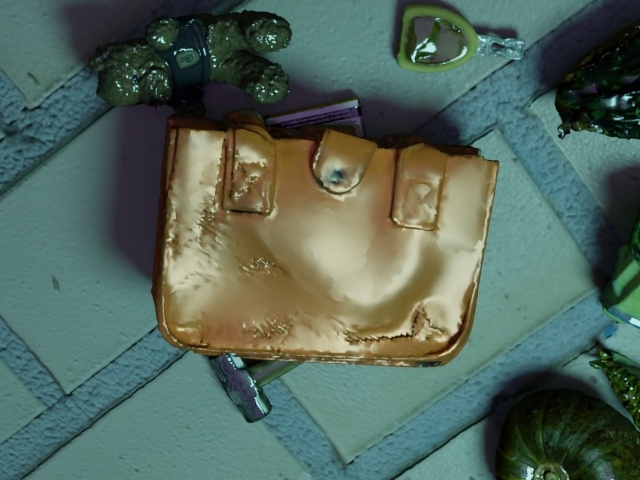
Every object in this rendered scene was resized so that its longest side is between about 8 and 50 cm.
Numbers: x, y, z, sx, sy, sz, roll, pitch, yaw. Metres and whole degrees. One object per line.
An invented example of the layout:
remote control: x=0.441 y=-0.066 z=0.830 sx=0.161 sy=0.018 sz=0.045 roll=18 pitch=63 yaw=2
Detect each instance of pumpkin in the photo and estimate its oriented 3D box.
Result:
pumpkin: x=0.347 y=0.313 z=1.449 sx=0.219 sy=0.162 sz=0.219 roll=3 pitch=96 yaw=28

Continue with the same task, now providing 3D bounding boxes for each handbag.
handbag: x=0.000 y=0.000 z=1.340 sx=0.410 sy=0.116 sz=0.303 roll=5 pitch=105 yaw=-10

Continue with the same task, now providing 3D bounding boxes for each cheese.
cheese: x=0.182 y=-0.254 z=1.372 sx=0.162 sy=0.036 sz=0.086 roll=7 pitch=104 yaw=-2

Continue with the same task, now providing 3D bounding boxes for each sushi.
sushi: x=0.420 y=-0.202 z=1.334 sx=0.287 sy=0.140 sz=0.149 roll=-27 pitch=95 yaw=6

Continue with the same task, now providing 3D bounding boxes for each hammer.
hammer: x=0.027 y=0.117 z=1.461 sx=0.365 sy=0.043 sz=0.111 roll=-30 pitch=101 yaw=4

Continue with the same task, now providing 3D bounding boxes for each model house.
model house: x=0.474 y=0.055 z=1.394 sx=0.214 sy=0.195 sz=0.189 roll=23 pitch=139 yaw=2

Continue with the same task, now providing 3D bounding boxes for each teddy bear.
teddy bear: x=-0.158 y=-0.226 z=1.329 sx=0.251 sy=0.129 sz=0.182 roll=-8 pitch=137 yaw=-1

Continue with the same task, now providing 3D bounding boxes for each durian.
durian: x=0.523 y=0.272 z=1.447 sx=0.375 sy=0.132 sz=0.106 roll=32 pitch=108 yaw=8

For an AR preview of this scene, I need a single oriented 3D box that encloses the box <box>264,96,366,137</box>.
box: x=0.014 y=-0.059 z=1.417 sx=0.129 sy=0.033 sz=0.247 roll=-13 pitch=103 yaw=2
